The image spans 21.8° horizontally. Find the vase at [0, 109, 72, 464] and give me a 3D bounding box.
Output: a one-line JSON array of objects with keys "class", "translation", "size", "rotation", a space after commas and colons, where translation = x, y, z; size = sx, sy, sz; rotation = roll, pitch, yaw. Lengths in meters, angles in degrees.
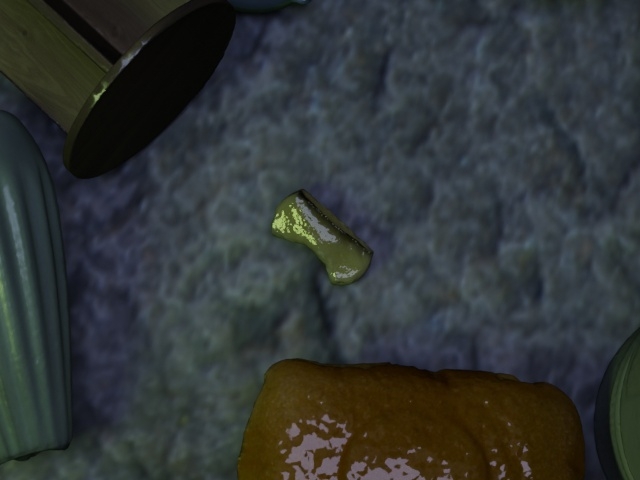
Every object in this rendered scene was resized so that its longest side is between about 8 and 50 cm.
[{"class": "vase", "translation": [-0.238, 0.037, 1.185], "size": [0.128, 0.128, 0.248], "rotation": [-14, 89, -6]}]

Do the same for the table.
[{"class": "table", "translation": [-0.199, -0.181, 1.208], "size": [0.227, 0.167, 0.167], "rotation": [43, 80, 11]}]

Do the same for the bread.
[{"class": "bread", "translation": [0.063, 0.174, 1.176], "size": [0.246, 0.121, 0.174], "rotation": [7, 80, 0]}]

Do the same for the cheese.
[{"class": "cheese", "translation": [0.000, 0.000, 1.250], "size": [0.083, 0.030, 0.044], "rotation": [42, 101, 0]}]

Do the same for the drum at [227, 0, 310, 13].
[{"class": "drum", "translation": [0.007, -0.267, 1.288], "size": [0.253, 0.049, 0.130], "rotation": [-31, 81, -11]}]

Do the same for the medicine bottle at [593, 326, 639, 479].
[{"class": "medicine bottle", "translation": [0.309, 0.111, 1.075], "size": [0.211, 0.371, 0.211], "rotation": [0, 81, -3]}]
